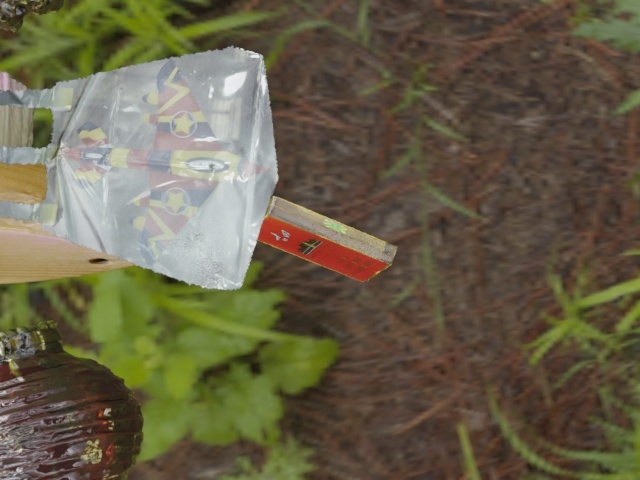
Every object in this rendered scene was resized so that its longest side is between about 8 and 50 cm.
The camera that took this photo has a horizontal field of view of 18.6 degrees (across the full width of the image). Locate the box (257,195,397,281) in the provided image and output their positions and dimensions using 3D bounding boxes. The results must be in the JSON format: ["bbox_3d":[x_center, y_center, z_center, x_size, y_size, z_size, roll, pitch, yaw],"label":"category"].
[{"bbox_3d":[0.000,0.000,1.895,0.090,0.133,0.023,144,147,-67],"label":"box"}]

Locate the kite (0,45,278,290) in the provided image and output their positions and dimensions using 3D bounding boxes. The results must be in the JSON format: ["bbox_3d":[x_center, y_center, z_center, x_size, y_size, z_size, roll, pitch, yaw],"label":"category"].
[{"bbox_3d":[-0.145,-0.048,1.117,0.245,0.015,0.141,4,79,6],"label":"kite"}]

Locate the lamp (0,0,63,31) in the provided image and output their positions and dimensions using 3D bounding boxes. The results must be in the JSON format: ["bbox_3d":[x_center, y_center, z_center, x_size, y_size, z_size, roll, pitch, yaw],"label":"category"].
[{"bbox_3d":[-0.290,-0.336,1.820,0.177,0.177,0.274,14,89,30],"label":"lamp"}]

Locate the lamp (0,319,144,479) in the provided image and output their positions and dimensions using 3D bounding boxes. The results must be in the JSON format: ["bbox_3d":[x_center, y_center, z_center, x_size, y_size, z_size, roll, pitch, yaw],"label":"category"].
[{"bbox_3d":[-0.303,0.202,2.036,0.247,0.247,0.247,1,92,31],"label":"lamp"}]

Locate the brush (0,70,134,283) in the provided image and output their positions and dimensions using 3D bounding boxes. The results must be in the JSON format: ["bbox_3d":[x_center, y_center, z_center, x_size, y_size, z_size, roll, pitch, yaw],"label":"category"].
[{"bbox_3d":[-0.277,-0.057,1.698,0.174,0.267,0.166,129,143,-64],"label":"brush"}]
